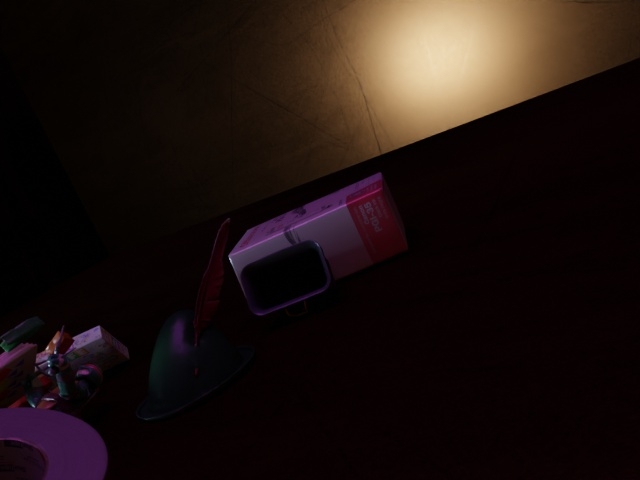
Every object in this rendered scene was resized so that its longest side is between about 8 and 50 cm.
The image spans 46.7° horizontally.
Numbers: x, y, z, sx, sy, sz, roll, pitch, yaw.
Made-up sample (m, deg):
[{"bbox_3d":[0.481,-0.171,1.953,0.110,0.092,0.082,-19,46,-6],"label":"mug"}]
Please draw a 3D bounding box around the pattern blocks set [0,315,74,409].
[{"bbox_3d":[-0.501,0.229,1.126,0.285,0.026,0.325,-36,-14,-47],"label":"pattern blocks set"}]

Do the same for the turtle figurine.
[{"bbox_3d":[-0.383,0.225,1.048,0.175,0.118,0.234,-43,7,42],"label":"turtle figurine"}]

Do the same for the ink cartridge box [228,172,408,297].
[{"bbox_3d":[0.000,0.000,1.290,0.282,0.117,0.207,-23,10,9],"label":"ink cartridge box"}]

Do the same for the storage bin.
[{"bbox_3d":[-0.038,0.069,1.145,0.135,0.098,0.091,-23,-17,13],"label":"storage bin"}]

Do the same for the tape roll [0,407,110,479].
[{"bbox_3d":[-0.299,0.239,0.661,0.219,0.072,0.219,1,21,0],"label":"tape roll"}]

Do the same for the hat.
[{"bbox_3d":[-0.200,0.111,1.008,0.173,0.184,0.208,-19,12,31],"label":"hat"}]

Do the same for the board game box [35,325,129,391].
[{"bbox_3d":[-0.431,0.212,1.307,0.154,0.026,0.103,-25,-34,2],"label":"board game box"}]
